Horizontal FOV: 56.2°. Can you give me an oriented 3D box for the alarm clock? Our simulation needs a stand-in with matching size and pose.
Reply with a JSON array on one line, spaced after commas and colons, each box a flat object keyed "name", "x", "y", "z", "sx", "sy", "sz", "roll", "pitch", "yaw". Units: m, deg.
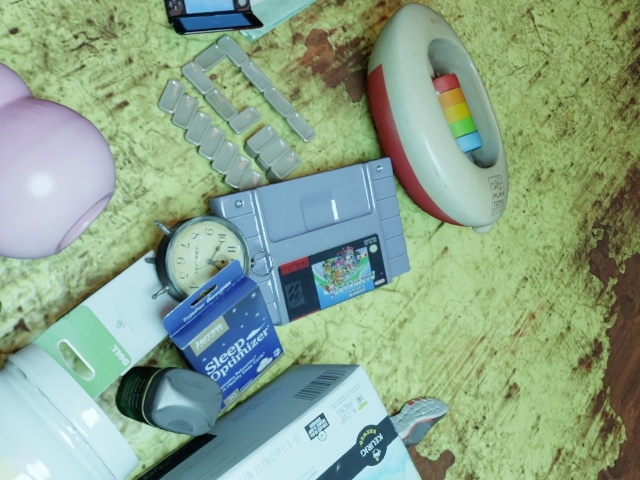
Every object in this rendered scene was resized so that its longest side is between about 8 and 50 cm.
[{"name": "alarm clock", "x": -0.152, "y": 0.032, "z": 0.869, "sx": 0.192, "sy": 0.064, "sz": 0.129, "roll": 5, "pitch": 84, "yaw": -32}]

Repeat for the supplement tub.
[{"name": "supplement tub", "x": -0.389, "y": 0.290, "z": 0.641, "sx": 0.325, "sy": 0.235, "sz": 0.235, "roll": -42, "pitch": 103, "yaw": -31}]

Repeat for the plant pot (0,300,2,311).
[{"name": "plant pot", "x": -0.505, "y": 0.028, "z": 0.631, "sx": 0.293, "sy": 0.274, "sz": 0.275, "roll": 49, "pitch": 59, "yaw": -30}]

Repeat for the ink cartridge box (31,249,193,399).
[{"name": "ink cartridge box", "x": -0.282, "y": 0.117, "z": 0.824, "sx": 0.109, "sy": 0.062, "sz": 0.209, "roll": 54, "pitch": 48, "yaw": -10}]

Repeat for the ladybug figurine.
[{"name": "ladybug figurine", "x": 0.216, "y": -0.219, "z": 1.146, "sx": 0.305, "sy": 0.162, "sz": 0.449, "roll": -16, "pitch": 87, "yaw": -48}]

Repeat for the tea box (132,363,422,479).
[{"name": "tea box", "x": -0.039, "y": 0.398, "z": 0.843, "sx": 0.329, "sy": 0.220, "sz": 0.323, "roll": -31, "pitch": 97, "yaw": -33}]

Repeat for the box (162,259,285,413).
[{"name": "box", "x": -0.131, "y": 0.143, "z": 0.861, "sx": 0.136, "sy": 0.036, "sz": 0.225, "roll": -41, "pitch": 141, "yaw": -23}]

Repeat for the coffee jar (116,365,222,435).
[{"name": "coffee jar", "x": -0.204, "y": 0.212, "z": 0.801, "sx": 0.096, "sy": 0.184, "sz": 0.079, "roll": 24, "pitch": 68, "yaw": -25}]

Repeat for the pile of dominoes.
[{"name": "pile of dominoes", "x": -0.145, "y": -0.201, "z": 1.025, "sx": 0.251, "sy": 0.040, "sz": 0.196, "roll": 48, "pitch": 64, "yaw": -6}]

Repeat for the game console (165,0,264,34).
[{"name": "game console", "x": -0.178, "y": -0.394, "z": 0.980, "sx": 0.144, "sy": 0.085, "sz": 0.124, "roll": -11, "pitch": 97, "yaw": -18}]

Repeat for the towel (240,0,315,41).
[{"name": "towel", "x": -0.148, "y": -0.545, "z": 1.082, "sx": 0.325, "sy": 0.038, "sz": 0.248, "roll": 52, "pitch": 58, "yaw": -12}]

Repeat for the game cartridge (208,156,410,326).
[{"name": "game cartridge", "x": 0.000, "y": 0.000, "z": 1.026, "sx": 0.355, "sy": 0.068, "sz": 0.230, "roll": -18, "pitch": 96, "yaw": -33}]

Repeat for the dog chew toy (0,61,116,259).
[{"name": "dog chew toy", "x": -0.422, "y": -0.131, "z": 0.738, "sx": 0.332, "sy": 0.206, "sz": 0.206, "roll": 42, "pitch": 61, "yaw": -9}]

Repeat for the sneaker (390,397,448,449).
[{"name": "sneaker", "x": 0.169, "y": 0.340, "z": 1.093, "sx": 0.158, "sy": 0.061, "sz": 0.065, "roll": -16, "pitch": 115, "yaw": -32}]
